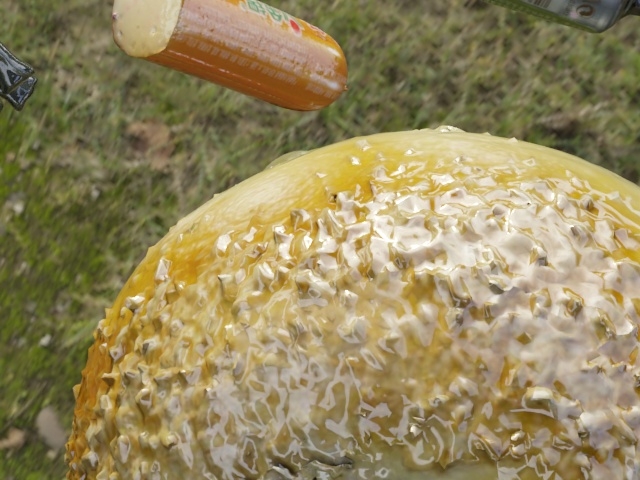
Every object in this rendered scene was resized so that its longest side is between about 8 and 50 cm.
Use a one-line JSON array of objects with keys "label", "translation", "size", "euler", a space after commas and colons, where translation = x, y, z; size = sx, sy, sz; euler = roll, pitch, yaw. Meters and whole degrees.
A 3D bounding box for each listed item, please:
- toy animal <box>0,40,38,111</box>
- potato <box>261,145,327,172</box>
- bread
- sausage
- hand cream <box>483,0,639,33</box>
[{"label": "toy animal", "translation": [-0.307, -0.147, 1.185], "size": [0.146, 0.245, 0.115], "euler": [39, 64, -5]}, {"label": "potato", "translation": [0.000, 0.000, 2.000], "size": [0.243, 0.326, 0.221], "euler": [-16, 59, -31]}, {"label": "bread", "translation": [0.039, 0.100, 0.556], "size": [0.305, 0.305, 0.159], "euler": [53, 19, 7]}, {"label": "sausage", "translation": [-0.052, -0.144, 1.092], "size": [0.234, 0.071, 0.071], "euler": [12, 57, -53]}, {"label": "hand cream", "translation": [0.070, -0.168, 0.800], "size": [0.235, 0.086, 0.055], "euler": [16, 66, -4]}]
